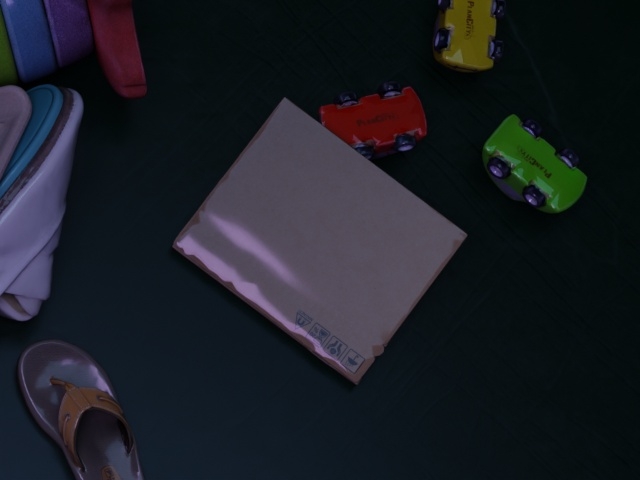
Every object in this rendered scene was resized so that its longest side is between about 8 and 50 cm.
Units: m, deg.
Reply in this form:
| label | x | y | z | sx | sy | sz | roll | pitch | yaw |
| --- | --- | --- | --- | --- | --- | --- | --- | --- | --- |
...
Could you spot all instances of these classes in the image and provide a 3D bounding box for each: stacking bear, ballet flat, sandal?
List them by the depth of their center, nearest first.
| label | x | y | z | sx | sy | sz | roll | pitch | yaw |
| --- | --- | --- | --- | --- | --- | --- | --- | --- | --- |
| ballet flat | -0.301 | 0.054 | 1.605 | 0.139 | 0.139 | 0.400 | 36 | 70 | 1 |
| sandal | -0.186 | 0.157 | 1.625 | 0.072 | 0.049 | 0.180 | -22 | 77 | -20 |
| stacking bear | -0.308 | -0.190 | 1.667 | 0.289 | 0.175 | 0.164 | -14 | 49 | -8 |

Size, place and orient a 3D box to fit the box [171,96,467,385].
| label | x | y | z | sx | sy | sz | roll | pitch | yaw |
| --- | --- | --- | --- | --- | --- | --- | --- | --- | --- |
| box | 0.000 | 0.000 | 1.717 | 0.201 | 0.021 | 0.164 | 37 | 84 | 1 |

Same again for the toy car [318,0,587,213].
| label | x | y | z | sx | sy | sz | roll | pitch | yaw |
| --- | --- | --- | --- | --- | --- | --- | --- | --- | --- |
| toy car | 0.138 | -0.102 | 1.797 | 0.225 | 0.053 | 0.239 | 41 | 67 | 2 |

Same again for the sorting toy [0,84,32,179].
| label | x | y | z | sx | sy | sz | roll | pitch | yaw |
| --- | --- | --- | --- | --- | --- | --- | --- | --- | --- |
| sorting toy | -0.337 | -0.032 | 1.576 | 0.193 | 0.038 | 0.208 | -10 | 47 | 28 |
